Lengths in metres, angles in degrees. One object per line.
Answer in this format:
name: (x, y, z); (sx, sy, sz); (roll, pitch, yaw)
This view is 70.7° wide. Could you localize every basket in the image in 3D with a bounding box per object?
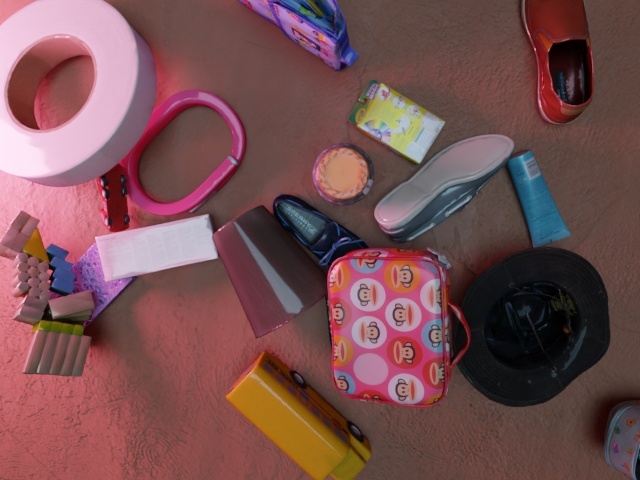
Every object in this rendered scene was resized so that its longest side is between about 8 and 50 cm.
basket: (-0.113, 0.055, 0.941); (0.204, 0.154, 0.227); (-34, 90, 10)

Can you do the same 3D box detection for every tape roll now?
tape roll: (-0.518, -0.299, 0.900); (0.392, 0.072, 0.392); (-2, 81, 12)

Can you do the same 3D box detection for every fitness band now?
fitness band: (-0.296, -0.184, 0.967); (0.291, 0.054, 0.209); (-43, 92, 5)

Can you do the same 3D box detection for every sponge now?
sponge: (-0.528, 0.114, 1.020); (0.210, 0.031, 0.117); (-44, 93, 6)

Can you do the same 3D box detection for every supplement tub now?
supplement tub: (0.045, -0.128, 0.889); (0.117, 0.190, 0.117); (0, 97, 2)

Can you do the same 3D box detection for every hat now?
hat: (0.411, 0.163, 0.937); (0.331, 0.134, 0.331); (-1, 97, -5)

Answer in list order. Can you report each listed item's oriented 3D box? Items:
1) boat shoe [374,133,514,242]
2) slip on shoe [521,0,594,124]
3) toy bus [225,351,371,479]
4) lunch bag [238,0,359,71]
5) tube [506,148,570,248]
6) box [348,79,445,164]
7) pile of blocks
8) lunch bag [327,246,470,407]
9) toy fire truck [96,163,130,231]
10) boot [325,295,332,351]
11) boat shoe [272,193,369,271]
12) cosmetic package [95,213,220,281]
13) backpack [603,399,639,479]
boat shoe: (0.262, -0.106, 0.946); (0.319, 0.116, 0.099); (-34, 134, 0)
slip on shoe: (0.477, -0.400, 0.888); (0.123, 0.101, 0.331); (-8, 94, 5)
toy bus: (-0.040, 0.394, 0.978); (0.332, 0.130, 0.108); (43, 96, -2)
lunch bag: (-0.035, -0.443, 0.844); (0.293, 0.221, 0.138); (45, 96, -2)
tube: (0.453, -0.087, 0.950); (0.080, 0.052, 0.207); (-23, 99, 14)
box: (0.156, -0.248, 0.947); (0.179, 0.043, 0.105); (31, 97, -3)
pile of blocks: (-0.588, 0.121, 0.969); (0.112, 0.149, 0.362); (-20, 83, 47)
lunch bag: (0.150, 0.161, 0.858); (0.258, 0.120, 0.293); (1, 97, 18)
toy fire truck: (-0.458, -0.126, 0.962); (0.047, 0.135, 0.192); (-15, 121, -37)
boot: (0.121, 0.180, 0.986); (0.208, 0.076, 0.190); (-6, 98, -4)
boat shoe: (0.000, 0.000, 0.955); (0.258, 0.089, 0.109); (30, 97, -1)
cosmetic package: (-0.344, 0.014, 0.972); (0.239, 0.060, 0.099); (-11, 95, -4)
backpack: (0.685, 0.418, 0.937); (0.188, 0.144, 0.166); (6, 99, -21)
